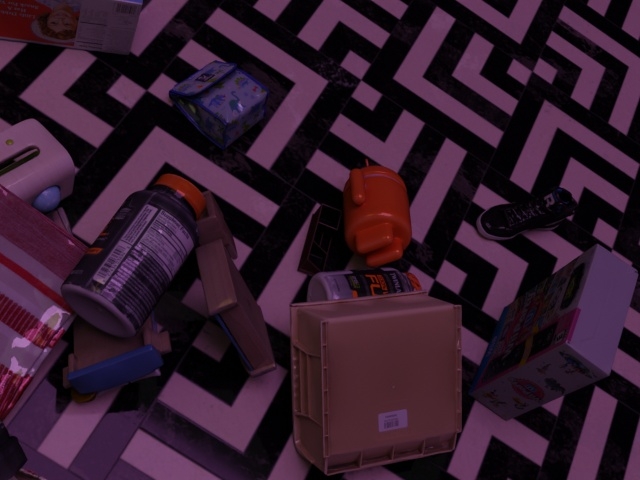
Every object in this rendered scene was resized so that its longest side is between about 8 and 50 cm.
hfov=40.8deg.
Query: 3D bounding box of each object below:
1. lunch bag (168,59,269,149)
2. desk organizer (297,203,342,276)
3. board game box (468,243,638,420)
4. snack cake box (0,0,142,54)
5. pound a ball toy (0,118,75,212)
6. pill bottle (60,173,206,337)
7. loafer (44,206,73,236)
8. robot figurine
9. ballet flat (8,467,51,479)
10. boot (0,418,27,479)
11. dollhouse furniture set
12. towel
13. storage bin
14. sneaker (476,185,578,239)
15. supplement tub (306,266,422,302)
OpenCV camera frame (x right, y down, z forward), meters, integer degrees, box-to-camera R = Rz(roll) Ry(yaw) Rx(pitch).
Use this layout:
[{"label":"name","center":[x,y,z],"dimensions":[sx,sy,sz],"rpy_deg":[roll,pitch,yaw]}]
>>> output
[{"label":"lunch bag","center":[-0.194,-0.272,1.645],"dimensions":[0.151,0.096,0.129],"rpy_deg":[38,58,16]},{"label":"desk organizer","center":[0.000,0.000,1.606],"dimensions":[0.047,0.050,0.130],"rpy_deg":[22,58,-11]},{"label":"board game box","center":[0.412,0.172,1.540],"dimensions":[0.097,0.303,0.224],"rpy_deg":[33,56,-4]},{"label":"snack cake box","center":[-0.469,-0.434,1.572],"dimensions":[0.264,0.152,0.089],"rpy_deg":[3,63,-22]},{"label":"pound a ball toy","center":[-0.532,-0.066,1.320],"dimensions":[0.136,0.208,0.319],"rpy_deg":[45,56,9]},{"label":"pill bottle","center":[-0.269,0.014,1.297],"dimensions":[0.130,0.130,0.246],"rpy_deg":[33,60,-4]},{"label":"loafer","center":[-0.428,0.004,1.435],"dimensions":[0.039,0.045,0.125],"rpy_deg":[-21,67,-12]},{"label":"robot figurine","center":[0.106,-0.051,1.620],"dimensions":[0.158,0.128,0.219],"rpy_deg":[17,44,-18]},{"label":"ballet flat","center":[-0.413,0.372,1.226],"dimensions":[0.241,0.077,0.091],"rpy_deg":[25,56,-10]},{"label":"boot","center":[-0.640,0.175,1.088],"dimensions":[0.367,0.146,0.445],"rpy_deg":[-28,97,-17]},{"label":"dollhouse furniture set","center":[-0.266,0.125,1.425],"dimensions":[0.303,0.198,0.286],"rpy_deg":[-21,47,1]},{"label":"towel","center":[-0.491,0.103,1.257],"dimensions":[0.237,0.037,0.329],"rpy_deg":[40,72,-25]},{"label":"storage bin","center":[0.095,0.230,1.433],"dimensions":[0.262,0.123,0.261],"rpy_deg":[-4,97,-25]},{"label":"sneaker","center":[0.435,-0.067,1.781],"dimensions":[0.216,0.121,0.079],"rpy_deg":[-10,68,-27]},{"label":"supplement tub","center":[0.081,0.108,1.545],"dimensions":[0.190,0.117,0.117],"rpy_deg":[-4,66,-24]}]
